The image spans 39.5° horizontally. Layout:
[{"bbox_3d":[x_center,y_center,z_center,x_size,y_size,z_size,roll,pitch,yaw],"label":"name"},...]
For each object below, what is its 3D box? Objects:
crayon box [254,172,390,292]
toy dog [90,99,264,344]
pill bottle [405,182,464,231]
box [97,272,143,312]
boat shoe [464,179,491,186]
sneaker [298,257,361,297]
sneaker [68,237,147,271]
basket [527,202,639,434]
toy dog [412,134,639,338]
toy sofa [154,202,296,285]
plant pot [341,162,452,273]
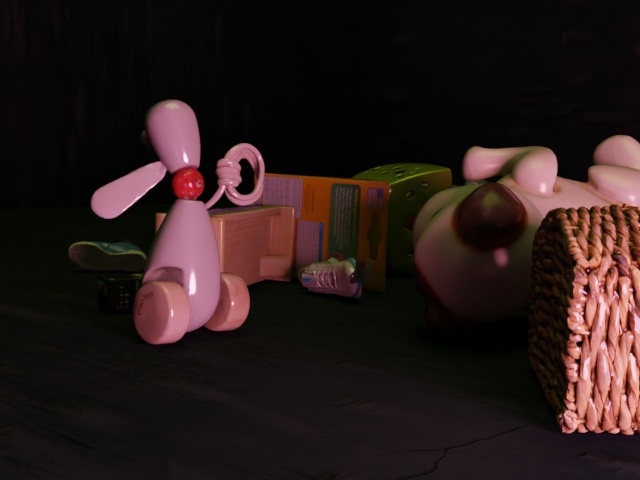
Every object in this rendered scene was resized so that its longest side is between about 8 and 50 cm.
[{"bbox_3d":[0.015,-0.021,1.717,0.323,0.203,0.083,8,8,37],"label":"crayon box"},{"bbox_3d":[-0.211,-0.006,1.231,0.161,0.334,0.220,-14,-30,36],"label":"toy dog"},{"bbox_3d":[0.302,-0.054,2.248,0.176,0.176,0.318,-4,8,-44],"label":"pill bottle"},{"bbox_3d":[-0.293,0.080,1.370,0.083,0.052,0.062,-3,6,-31],"label":"box"},{"bbox_3d":[0.378,0.036,1.685,0.367,0.156,0.136,41,23,31],"label":"boat shoe"},{"bbox_3d":[0.012,0.069,1.566,0.083,0.071,0.190,-7,0,-19],"label":"sneaker"},{"bbox_3d":[-0.420,0.027,1.771,0.152,0.058,0.084,5,11,-11],"label":"sneaker"},{"bbox_3d":[0.348,0.069,0.943,0.223,0.213,0.299,2,6,7],"label":"basket"},{"bbox_3d":[0.316,0.028,1.314,0.408,0.285,0.395,1,43,-27],"label":"toy dog"},{"bbox_3d":[-0.183,0.014,1.572,0.177,0.150,0.362,5,7,18],"label":"toy sofa"},{"bbox_3d":[0.136,-0.040,1.894,0.207,0.228,0.227,-9,11,-27],"label":"plant pot"}]
